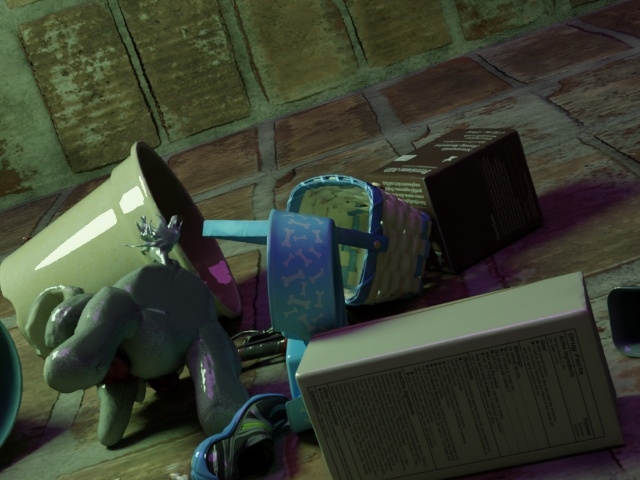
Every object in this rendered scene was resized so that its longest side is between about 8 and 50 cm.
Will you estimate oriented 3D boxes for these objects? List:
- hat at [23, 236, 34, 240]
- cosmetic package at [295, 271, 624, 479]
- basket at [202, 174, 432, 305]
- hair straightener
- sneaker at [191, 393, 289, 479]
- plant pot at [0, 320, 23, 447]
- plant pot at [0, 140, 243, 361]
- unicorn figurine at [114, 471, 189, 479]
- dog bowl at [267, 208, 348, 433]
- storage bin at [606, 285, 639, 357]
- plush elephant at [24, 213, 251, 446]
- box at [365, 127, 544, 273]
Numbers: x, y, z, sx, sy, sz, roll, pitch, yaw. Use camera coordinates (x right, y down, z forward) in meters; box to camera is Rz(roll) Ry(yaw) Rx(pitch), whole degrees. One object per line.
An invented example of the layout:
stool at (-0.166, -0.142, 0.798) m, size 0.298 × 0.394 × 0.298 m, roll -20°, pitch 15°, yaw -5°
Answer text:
hat at (-0.500, 0.029, 2.263) m, size 0.173 × 0.183 × 0.208 m, roll -24°, pitch 17°, yaw -17°
cosmetic package at (0.147, 0.155, 1.184) m, size 0.310 × 0.160 × 0.113 m, roll -14°, pitch 17°, yaw 14°
basket at (0.000, 0.000, 1.672) m, size 0.289 × 0.201 × 0.255 m, roll 5°, pitch 0°, yaw -39°
hair straightener at (-0.054, 0.149, 1.649) m, size 0.231 × 0.047 × 0.089 m, roll -19°, pitch 16°, yaw 15°
sneaker at (-0.082, 0.246, 1.336) m, size 0.078 × 0.067 × 0.188 m, roll 18°, pitch 26°, yaw 20°
plant pot at (-0.615, 0.219, 1.633) m, size 0.293 × 0.293 × 0.235 m, roll -30°, pitch 6°, yaw -34°
plant pot at (-0.344, 0.054, 1.856) m, size 0.306 × 0.333 × 0.334 m, roll -30°, pitch 16°, yaw 5°
unicorn figurine at (-0.202, 0.306, 1.256) m, size 0.162 × 0.060 × 0.111 m, roll -22°, pitch 16°, yaw -8°
dog bowl at (-0.008, 0.098, 1.339) m, size 0.074 × 0.297 × 0.166 m, roll -3°, pitch 34°, yaw 5°
storage bin at (0.411, 0.076, 1.275) m, size 0.135 × 0.098 × 0.091 m, roll -2°, pitch 13°, yaw 46°
plush elephant at (-0.261, 0.157, 1.530) m, size 0.272 × 0.255 × 0.330 m, roll 15°, pitch 45°, yaw -22°
box at (0.218, -0.068, 1.805) m, size 0.203 × 0.167 × 0.168 m, roll -28°, pitch 18°, yaw -26°
